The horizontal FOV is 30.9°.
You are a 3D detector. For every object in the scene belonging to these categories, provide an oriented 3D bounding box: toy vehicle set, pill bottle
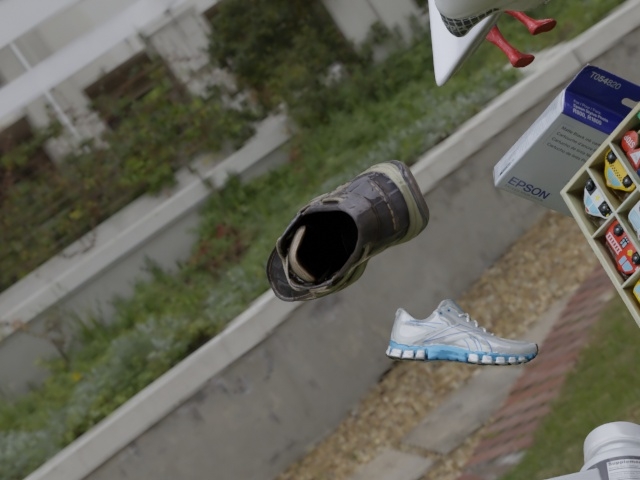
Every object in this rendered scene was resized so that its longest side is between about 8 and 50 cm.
[{"bbox_3d":[0.405,-0.021,1.403,0.166,0.035,0.267,-54,40,33],"label":"toy vehicle set"},{"bbox_3d":[0.542,0.477,2.033,0.176,0.176,0.318,-30,29,26],"label":"pill bottle"}]

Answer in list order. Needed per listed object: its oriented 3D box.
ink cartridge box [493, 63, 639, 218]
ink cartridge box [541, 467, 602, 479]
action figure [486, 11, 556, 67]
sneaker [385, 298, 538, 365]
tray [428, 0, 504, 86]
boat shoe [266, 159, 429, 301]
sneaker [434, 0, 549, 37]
[{"bbox_3d":[0.392,-0.118,1.609,0.224,0.223,0.045,-53,25,41],"label":"ink cartridge box"},{"bbox_3d":[0.207,0.396,1.317,0.289,0.211,0.121,-10,-26,-14],"label":"ink cartridge box"},{"bbox_3d":[0.218,-0.356,1.580,0.139,0.280,0.091,-19,-31,-45],"label":"action figure"},{"bbox_3d":[0.179,0.116,1.461,0.191,0.082,0.071,4,-9,9],"label":"sneaker"},{"bbox_3d":[0.151,-0.300,1.191,0.145,0.030,0.270,126,148,-52],"label":"tray"},{"bbox_3d":[0.000,0.000,1.545,0.130,0.132,0.355,-23,-11,-34],"label":"boat shoe"},{"bbox_3d":[0.196,-0.254,0.971,0.235,0.094,0.090,-24,46,-8],"label":"sneaker"}]
